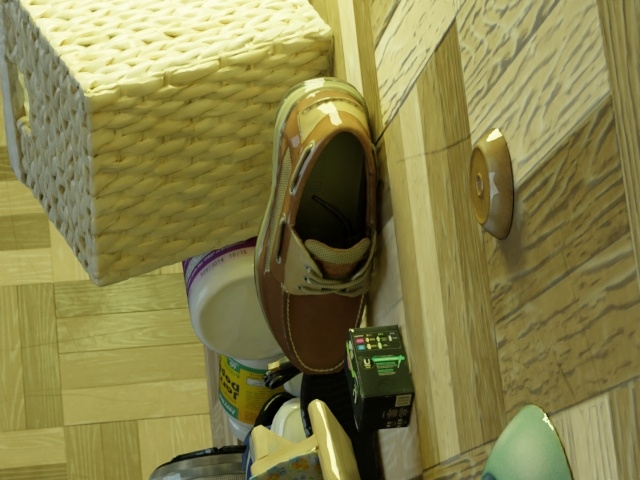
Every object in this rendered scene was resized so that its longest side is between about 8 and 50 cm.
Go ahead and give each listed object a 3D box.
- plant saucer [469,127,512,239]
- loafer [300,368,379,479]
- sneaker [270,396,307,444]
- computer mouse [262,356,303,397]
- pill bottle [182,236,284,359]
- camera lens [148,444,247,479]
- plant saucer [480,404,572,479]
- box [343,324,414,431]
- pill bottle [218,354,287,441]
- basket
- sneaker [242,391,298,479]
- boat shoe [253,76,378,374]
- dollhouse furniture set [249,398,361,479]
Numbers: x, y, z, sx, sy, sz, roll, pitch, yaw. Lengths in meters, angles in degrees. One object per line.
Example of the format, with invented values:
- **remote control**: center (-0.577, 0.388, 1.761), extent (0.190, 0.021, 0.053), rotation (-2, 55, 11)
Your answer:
- **plant saucer**: center (0.124, -0.041, 1.261), extent (0.083, 0.015, 0.083), rotation (176, 90, -81)
- **loafer**: center (0.019, 0.229, 1.841), extent (0.078, 0.080, 0.220), rotation (109, 155, -68)
- **sneaker**: center (0.003, 0.300, 2.016), extent (0.115, 0.090, 0.232), rotation (176, 80, -75)
- **computer mouse**: center (-0.011, 0.158, 2.030), extent (0.193, 0.106, 0.042), rotation (71, 173, -79)
- **pill bottle**: center (-0.100, -0.004, 2.214), extent (0.301, 0.169, 0.169), rotation (-104, 13, -47)
- **camera lens**: center (-0.134, 0.445, 2.471), extent (0.219, 0.219, 0.274), rotation (112, 153, -70)
- **plant saucer**: center (0.141, 0.214, 1.203), extent (0.195, 0.037, 0.195), rotation (175, 90, -81)
- **box**: center (0.056, 0.133, 1.657), extent (0.062, 0.052, 0.083), rotation (97, 165, -49)
- **pill bottle**: center (-0.082, 0.186, 2.349), extent (0.208, 0.117, 0.118), rotation (96, 167, -48)
- **basket**: center (-0.188, -0.171, 2.030), extent (0.266, 0.331, 0.328), rotation (54, 152, 39)
- **sneaker**: center (-0.044, 0.321, 2.136), extent (0.182, 0.127, 0.316), rotation (95, 169, -55)
- **boat shoe**: center (0.000, 0.000, 1.743), extent (0.120, 0.122, 0.324), rotation (-116, 23, -60)
- **dollhouse furniture set**: center (-0.060, 0.424, 1.631), extent (0.394, 0.362, 0.256), rotation (58, -169, -36)
